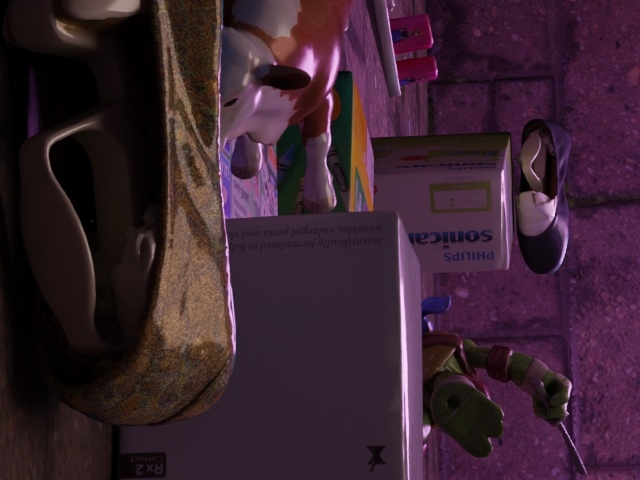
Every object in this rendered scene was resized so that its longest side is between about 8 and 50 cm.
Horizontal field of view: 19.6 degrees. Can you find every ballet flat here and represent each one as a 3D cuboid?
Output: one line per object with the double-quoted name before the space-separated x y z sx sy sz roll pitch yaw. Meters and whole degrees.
"ballet flat" -0.111 -0.075 0.960 0.123 0.123 0.348 -1 86 -82
"ballet flat" 0.263 -0.060 2.239 0.074 0.074 0.203 71 24 -63

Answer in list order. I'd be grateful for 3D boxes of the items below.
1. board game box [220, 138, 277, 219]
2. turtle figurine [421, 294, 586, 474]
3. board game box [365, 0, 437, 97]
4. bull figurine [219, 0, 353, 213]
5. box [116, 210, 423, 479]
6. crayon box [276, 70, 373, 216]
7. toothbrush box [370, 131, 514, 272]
"board game box" -0.079 -0.083 1.352 0.317 0.046 0.213 53 34 -75
"turtle figurine" 0.134 0.190 1.692 0.266 0.198 0.274 -31 117 -77
"board game box" 0.030 -0.390 1.608 0.390 0.050 0.390 78 1 -49
"bull figurine" -0.030 -0.137 1.214 0.188 0.101 0.310 86 11 -48
"box" -0.028 0.085 1.179 0.119 0.181 0.182 62 27 -73
"crayon box" 0.000 0.000 1.748 0.165 0.081 0.278 73 18 -61
"toothbrush box" 0.121 -0.047 2.175 0.283 0.206 0.122 -59 146 -74
